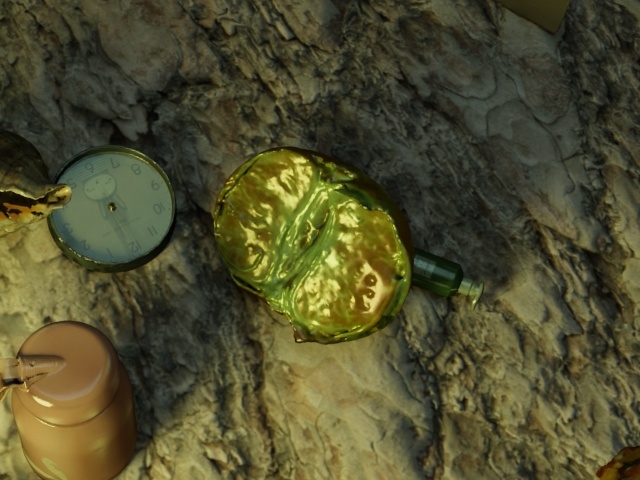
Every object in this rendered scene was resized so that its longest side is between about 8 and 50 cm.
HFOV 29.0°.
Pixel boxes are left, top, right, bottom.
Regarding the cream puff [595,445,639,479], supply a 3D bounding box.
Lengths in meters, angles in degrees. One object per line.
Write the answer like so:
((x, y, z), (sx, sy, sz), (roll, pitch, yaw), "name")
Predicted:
((0.508, 0.413, 1.815), (0.239, 0.164, 0.240), (3, 75, -9), "cream puff")

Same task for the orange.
((0.004, -0.004, 1.943), (0.334, 0.263, 0.196), (31, 35, 23), "orange")

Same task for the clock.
((-0.341, -0.054, 2.026), (0.214, 0.042, 0.215), (3, 72, -9), "clock")

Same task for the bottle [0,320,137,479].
((-0.364, 0.233, 1.738), (0.206, 0.297, 0.173), (-8, 63, -11), "bottle")

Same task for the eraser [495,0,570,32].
((0.331, -0.533, 2.361), (0.352, 0.111, 0.077), (34, 60, 13), "eraser")

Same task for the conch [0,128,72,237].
((-0.505, -0.103, 1.934), (0.291, 0.210, 0.159), (-10, 60, 35), "conch")

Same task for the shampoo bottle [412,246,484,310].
((0.171, 0.051, 2.040), (0.204, 0.065, 0.065), (21, 60, 5), "shampoo bottle")
